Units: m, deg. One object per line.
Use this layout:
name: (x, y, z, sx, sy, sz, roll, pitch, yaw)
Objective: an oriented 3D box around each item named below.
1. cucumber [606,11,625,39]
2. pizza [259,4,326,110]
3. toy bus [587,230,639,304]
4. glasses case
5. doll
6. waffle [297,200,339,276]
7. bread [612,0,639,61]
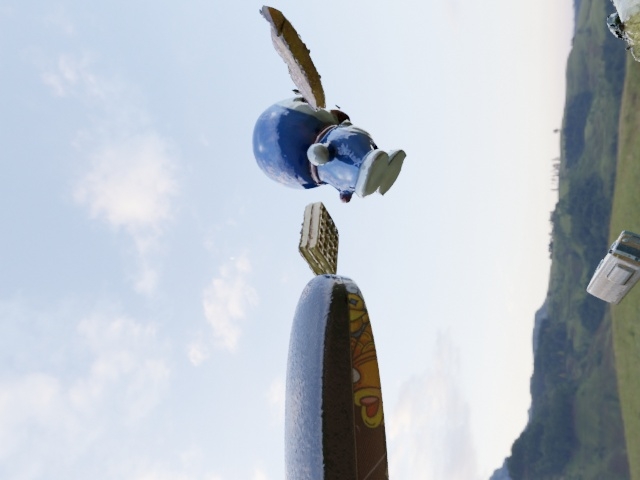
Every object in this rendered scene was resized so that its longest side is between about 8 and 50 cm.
cucumber: (0.611, -0.406, 0.814, 0.256, 0.043, 0.044, -12, -65, -37)
pizza: (-0.016, -0.125, 0.295, 0.016, 0.037, 0.083, -42, -49, -7)
toy bus: (0.750, 0.072, 1.052, 0.103, 0.091, 0.182, -46, -31, -24)
glasses case: (0.010, 0.191, 0.403, 0.082, 0.122, 0.321, 7, -113, -20)
doll: (0.005, -0.151, 0.686, 0.215, 0.256, 0.161, -2, -70, -62)
waffle: (0.000, 0.000, 0.854, 0.102, 0.042, 0.148, 57, -154, -34)
bread: (0.425, -0.273, 0.474, 0.152, 0.147, 0.127, 39, -127, -30)
